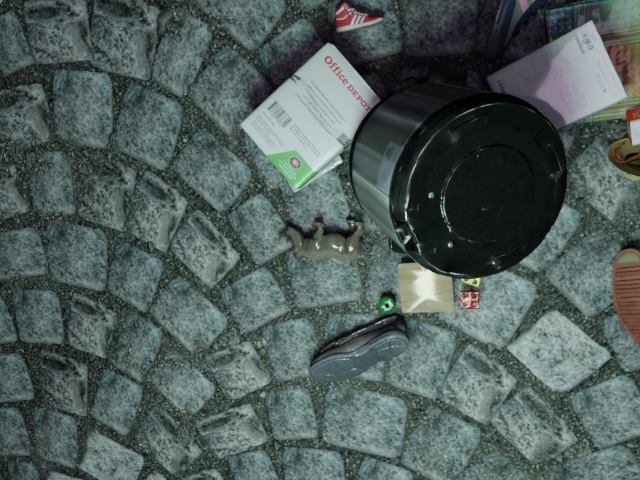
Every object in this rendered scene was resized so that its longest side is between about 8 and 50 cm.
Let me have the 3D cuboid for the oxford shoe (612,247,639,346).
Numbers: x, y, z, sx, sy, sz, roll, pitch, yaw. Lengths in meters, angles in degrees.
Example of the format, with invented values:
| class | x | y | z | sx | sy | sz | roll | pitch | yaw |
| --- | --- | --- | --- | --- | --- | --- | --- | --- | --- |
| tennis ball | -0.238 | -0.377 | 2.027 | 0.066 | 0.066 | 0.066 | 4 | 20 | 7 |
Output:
| class | x | y | z | sx | sy | sz | roll | pitch | yaw |
| --- | --- | --- | --- | --- | --- | --- | --- | --- | --- |
| oxford shoe | 0.811 | 0.191 | 1.244 | 0.146 | 0.140 | 0.397 | -21 | 92 | -14 |

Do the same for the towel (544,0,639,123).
| class | x | y | z | sx | sy | sz | roll | pitch | yaw |
| --- | --- | --- | --- | --- | --- | --- | --- | --- | --- |
| towel | 0.696 | -0.408 | 1.168 | 0.370 | 0.040 | 0.272 | -6 | 100 | 15 |

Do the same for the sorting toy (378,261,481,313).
| class | x | y | z | sx | sy | sz | roll | pitch | yaw |
| --- | --- | --- | --- | --- | --- | --- | --- | --- | --- |
| sorting toy | 0.283 | 0.115 | 1.380 | 0.274 | 0.046 | 0.132 | -4 | 101 | 15 |

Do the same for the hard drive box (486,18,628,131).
| class | x | y | z | sx | sy | sz | roll | pitch | yaw |
| --- | --- | --- | --- | --- | --- | --- | --- | --- | --- |
| hard drive box | 0.513 | -0.334 | 1.171 | 0.232 | 0.089 | 0.181 | -24 | 91 | 29 |

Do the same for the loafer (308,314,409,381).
| class | x | y | z | sx | sy | sz | roll | pitch | yaw |
| --- | --- | --- | --- | --- | --- | --- | --- | --- | --- |
| loafer | 0.103 | 0.295 | 1.456 | 0.302 | 0.095 | 0.109 | -27 | 125 | 22 |

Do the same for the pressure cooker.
| class | x | y | z | sx | sy | sz | roll | pitch | yaw |
| --- | --- | --- | --- | --- | --- | --- | --- | --- | --- |
| pressure cooker | 0.258 | -0.156 | 1.150 | 0.370 | 0.420 | 0.375 | -39 | 115 | 1 |

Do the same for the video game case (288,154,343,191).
| class | x | y | z | sx | sy | sz | roll | pitch | yaw |
| --- | --- | --- | --- | --- | --- | --- | --- | --- | --- |
| video game case | -0.041 | -0.227 | 1.401 | 0.157 | 0.019 | 0.143 | -31 | 93 | 19 |

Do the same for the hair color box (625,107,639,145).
| class | x | y | z | sx | sy | sz | roll | pitch | yaw |
| --- | --- | --- | --- | --- | --- | --- | --- | --- | --- |
| hair color box | 0.747 | -0.263 | 1.160 | 0.141 | 0.043 | 0.072 | -13 | 133 | 24 |

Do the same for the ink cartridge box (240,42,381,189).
| class | x | y | z | sx | sy | sz | roll | pitch | yaw |
| --- | --- | --- | --- | --- | --- | --- | --- | --- | --- |
| ink cartridge box | -0.013 | -0.297 | 1.306 | 0.289 | 0.121 | 0.211 | -40 | 91 | 9 |

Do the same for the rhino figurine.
| class | x | y | z | sx | sy | sz | roll | pitch | yaw |
| --- | --- | --- | --- | --- | --- | --- | --- | --- | --- |
| rhino figurine | 0.000 | 0.000 | 1.413 | 0.243 | 0.073 | 0.106 | 0 | 99 | 16 |

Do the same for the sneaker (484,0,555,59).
| class | x | y | z | sx | sy | sz | roll | pitch | yaw |
| --- | --- | --- | --- | --- | --- | --- | --- | --- | --- |
| sneaker | 0.469 | -0.536 | 1.158 | 0.131 | 0.112 | 0.319 | 25 | 108 | 11 |

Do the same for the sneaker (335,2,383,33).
| class | x | y | z | sx | sy | sz | roll | pitch | yaw |
| --- | --- | --- | --- | --- | --- | --- | --- | --- | --- |
| sneaker | 0.090 | -0.544 | 1.287 | 0.118 | 0.042 | 0.067 | -6 | 104 | 17 |

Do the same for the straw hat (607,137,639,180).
| class | x | y | z | sx | sy | sz | roll | pitch | yaw |
| --- | --- | --- | --- | --- | --- | --- | --- | --- | --- |
| straw hat | 0.715 | -0.167 | 1.200 | 0.144 | 0.144 | 0.061 | 3 | 141 | 13 |
